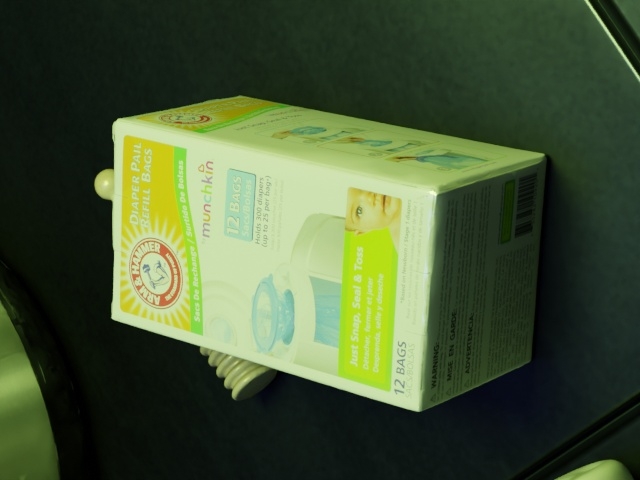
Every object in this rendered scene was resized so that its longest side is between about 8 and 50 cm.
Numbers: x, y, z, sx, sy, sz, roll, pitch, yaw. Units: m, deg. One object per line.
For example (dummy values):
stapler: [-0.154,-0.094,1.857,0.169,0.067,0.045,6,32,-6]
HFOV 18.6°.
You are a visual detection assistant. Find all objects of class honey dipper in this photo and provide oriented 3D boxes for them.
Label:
honey dipper: [-0.081,0.020,1.111,0.160,0.030,0.030,53,127,18]

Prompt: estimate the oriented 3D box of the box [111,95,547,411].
box: [0.000,0.000,0.992,0.203,0.103,0.114,15,109,35]

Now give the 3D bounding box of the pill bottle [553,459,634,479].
pill bottle: [0.136,0.241,0.924,0.136,0.136,0.245,-31,81,39]

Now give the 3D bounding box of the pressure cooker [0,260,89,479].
pressure cooker: [-0.389,0.163,1.136,0.375,0.420,0.370,22,115,33]
